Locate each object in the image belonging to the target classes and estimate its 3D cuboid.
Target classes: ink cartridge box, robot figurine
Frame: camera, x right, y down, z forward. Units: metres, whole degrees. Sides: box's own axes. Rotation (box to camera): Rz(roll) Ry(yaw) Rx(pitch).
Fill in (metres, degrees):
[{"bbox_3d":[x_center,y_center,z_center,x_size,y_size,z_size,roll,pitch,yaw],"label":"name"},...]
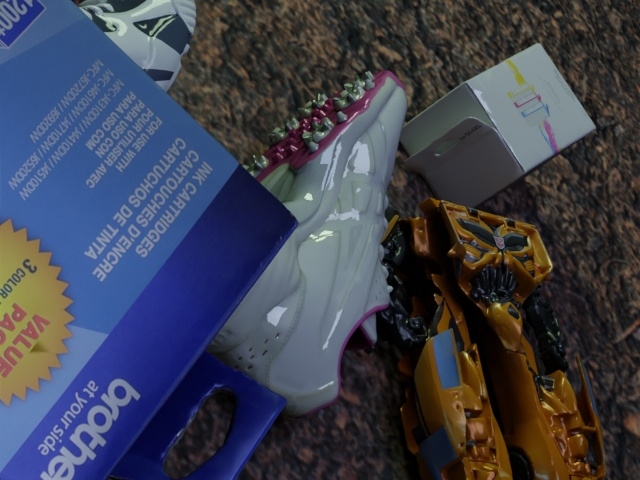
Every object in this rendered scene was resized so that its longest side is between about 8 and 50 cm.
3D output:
[{"bbox_3d":[0.140,-0.087,1.549,0.143,0.092,0.090,-31,86,-48],"label":"ink cartridge box"},{"bbox_3d":[-0.202,0.005,1.079,0.395,0.151,0.270,45,54,-13],"label":"ink cartridge box"},{"bbox_3d":[0.129,0.091,1.417,0.211,0.085,0.291,13,54,-39],"label":"robot figurine"}]

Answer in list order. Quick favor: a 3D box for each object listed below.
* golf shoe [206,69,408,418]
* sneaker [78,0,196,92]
[{"bbox_3d":[0.000,0.000,1.355,0.140,0.115,0.306,49,47,-18],"label":"golf shoe"},{"bbox_3d":[-0.178,-0.142,1.282,0.153,0.094,0.235,36,52,-32],"label":"sneaker"}]
